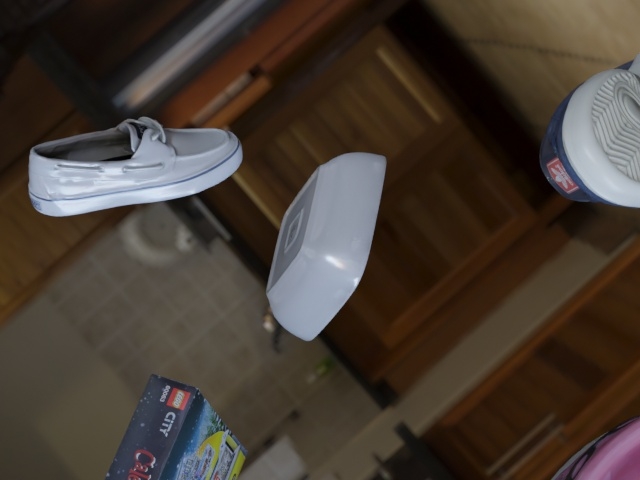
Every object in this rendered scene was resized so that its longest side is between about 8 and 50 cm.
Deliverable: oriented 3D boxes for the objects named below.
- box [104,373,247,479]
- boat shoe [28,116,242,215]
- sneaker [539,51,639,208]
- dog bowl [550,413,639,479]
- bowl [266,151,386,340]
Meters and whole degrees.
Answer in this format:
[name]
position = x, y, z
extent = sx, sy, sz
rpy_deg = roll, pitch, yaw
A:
[box]
position = -0.139, 0.243, 1.201
extent = 0.044, 0.233, 0.159
rpy_deg = 14, 158, 20
[boat shoe]
position = -0.209, -0.097, 1.725
extent = 0.095, 0.258, 0.084
rpy_deg = 47, 146, 44
[sneaker]
position = 0.257, -0.080, 1.368
extent = 0.131, 0.148, 0.350
rpy_deg = 58, -151, 2
[dog bowl]
position = 0.367, 0.315, 1.306
extent = 0.408, 0.408, 0.150
rpy_deg = 48, 167, 22
[bowl]
position = 0.000, 0.000, 1.268
extent = 0.053, 0.142, 0.142
rpy_deg = 21, 146, -13
